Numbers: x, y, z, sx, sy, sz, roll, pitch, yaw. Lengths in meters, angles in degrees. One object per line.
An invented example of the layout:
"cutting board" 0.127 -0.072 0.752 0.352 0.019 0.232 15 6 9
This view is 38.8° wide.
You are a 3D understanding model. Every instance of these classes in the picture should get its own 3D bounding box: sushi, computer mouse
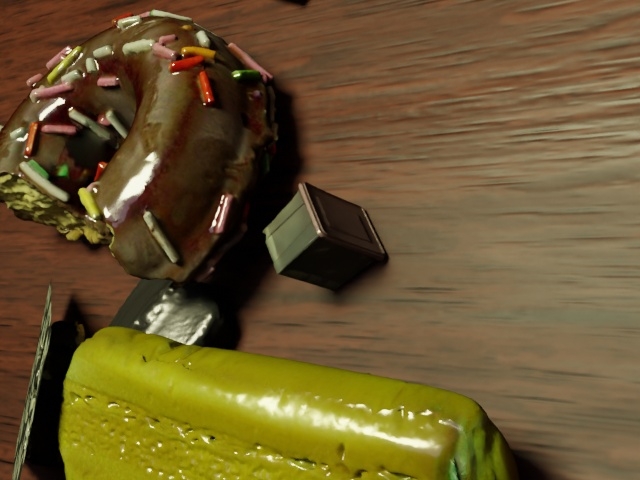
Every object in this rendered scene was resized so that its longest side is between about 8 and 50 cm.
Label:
"sushi" -0.250 0.146 0.851 0.279 0.043 0.192 -167 88 -73
"computer mouse" -0.168 0.126 0.847 0.122 0.073 0.217 27 89 41

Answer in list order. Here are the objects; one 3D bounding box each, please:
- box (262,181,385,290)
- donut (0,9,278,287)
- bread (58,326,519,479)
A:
"box" 0.000 0.000 0.763 0.063 0.085 0.060 -39 54 26
"donut" -0.182 -0.107 0.893 0.345 0.136 0.259 20 77 44
"bread" -0.035 0.166 0.685 0.383 0.112 0.166 6 95 30
